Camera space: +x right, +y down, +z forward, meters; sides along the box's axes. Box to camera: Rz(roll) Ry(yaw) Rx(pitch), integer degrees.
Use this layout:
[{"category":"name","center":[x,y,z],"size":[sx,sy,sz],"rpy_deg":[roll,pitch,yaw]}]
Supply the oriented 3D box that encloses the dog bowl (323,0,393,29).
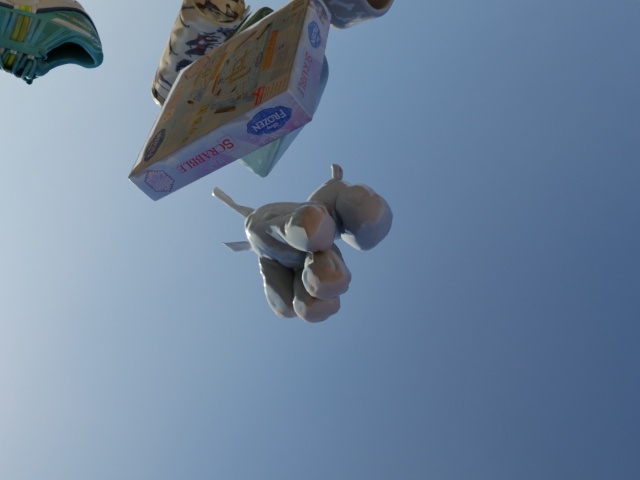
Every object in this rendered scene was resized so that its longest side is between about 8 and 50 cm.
[{"category":"dog bowl","center":[0.077,-0.647,1.389],"size":[0.102,0.349,0.349],"rpy_deg":[5,-129,27]}]

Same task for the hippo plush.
[{"category":"hippo plush","center":[0.000,0.000,1.154],"size":[0.236,0.234,0.294],"rpy_deg":[-26,-151,-37]}]

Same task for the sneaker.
[{"category":"sneaker","center":[-0.425,-0.272,0.869],"size":[0.275,0.110,0.107],"rpy_deg":[-25,174,-43]}]

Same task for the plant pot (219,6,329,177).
[{"category":"plant pot","center":[-0.125,-0.337,1.337],"size":[0.248,0.247,0.252],"rpy_deg":[-57,-175,-27]}]

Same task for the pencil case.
[{"category":"pencil case","center":[-0.342,-0.533,1.786],"size":[0.410,0.183,0.160],"rpy_deg":[-48,-151,49]}]

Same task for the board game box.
[{"category":"board game box","center":[-0.140,-0.243,1.039],"size":[0.318,0.066,0.318],"rpy_deg":[-21,-141,28]}]
